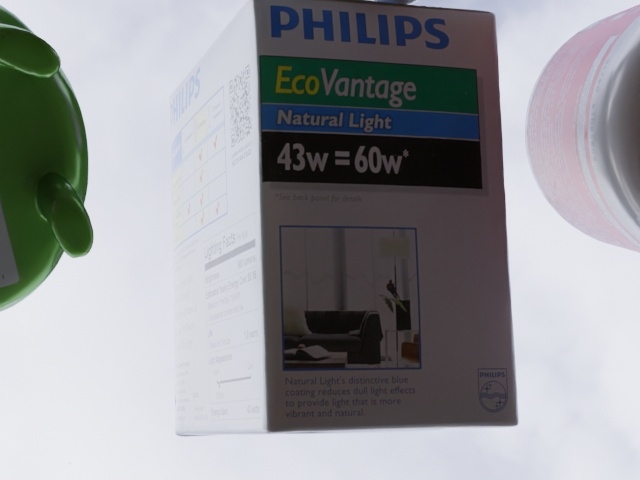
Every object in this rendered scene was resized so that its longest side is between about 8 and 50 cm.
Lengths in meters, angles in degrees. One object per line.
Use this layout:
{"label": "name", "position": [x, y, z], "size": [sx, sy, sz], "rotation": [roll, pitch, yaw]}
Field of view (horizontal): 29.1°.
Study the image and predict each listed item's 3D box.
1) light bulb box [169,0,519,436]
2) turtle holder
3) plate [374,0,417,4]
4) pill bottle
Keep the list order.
{"label": "light bulb box", "position": [0.000, 0.000, 1.156], "size": [0.225, 0.358, 0.361], "rotation": [1, -99, -19]}
{"label": "turtle holder", "position": [-0.321, -0.096, 0.908], "size": [0.243, 0.227, 0.320], "rotation": [-43, -62, -4]}
{"label": "plate", "position": [-0.042, -0.296, 0.956], "size": [0.277, 0.278, 0.045], "rotation": [24, -110, 8]}
{"label": "pill bottle", "position": [0.310, -0.098, 1.091], "size": [0.229, 0.407, 0.229], "rotation": [0, -85, -3]}
